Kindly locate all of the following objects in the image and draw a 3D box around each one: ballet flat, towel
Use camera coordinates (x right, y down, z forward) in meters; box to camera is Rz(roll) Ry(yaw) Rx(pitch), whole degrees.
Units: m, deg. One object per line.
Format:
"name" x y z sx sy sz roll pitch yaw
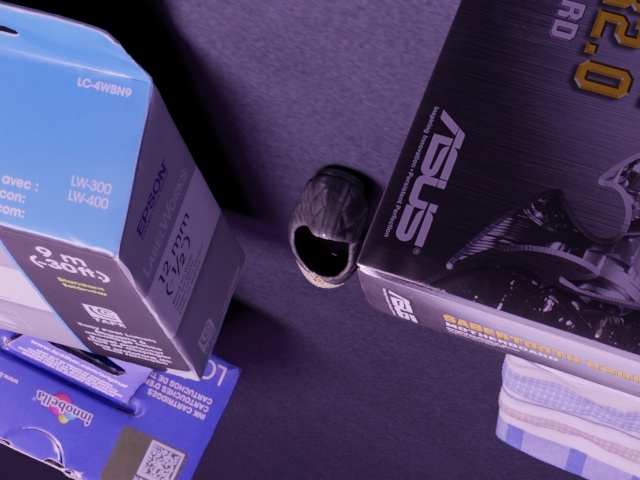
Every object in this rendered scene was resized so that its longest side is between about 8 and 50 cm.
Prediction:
"ballet flat" 0.000 0.000 1.260 0.057 0.049 0.173 22 161 5
"towel" 0.234 0.147 1.412 0.209 0.034 0.285 21 161 10

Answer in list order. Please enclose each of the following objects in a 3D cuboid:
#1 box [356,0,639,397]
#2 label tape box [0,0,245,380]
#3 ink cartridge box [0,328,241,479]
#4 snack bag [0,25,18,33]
"box" 0.139 -0.056 0.682 0.183 0.231 0.056 18 163 16
"label tape box" -0.211 -0.039 1.205 0.249 0.115 0.347 14 162 16
"ink cartridge box" -0.242 0.113 1.589 0.270 0.151 0.395 28 172 -16
"snack bag" -0.337 -0.142 1.288 0.342 0.037 0.323 29 160 -16
